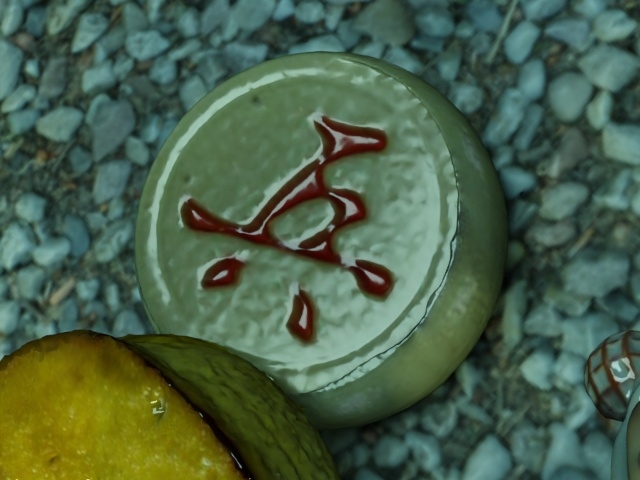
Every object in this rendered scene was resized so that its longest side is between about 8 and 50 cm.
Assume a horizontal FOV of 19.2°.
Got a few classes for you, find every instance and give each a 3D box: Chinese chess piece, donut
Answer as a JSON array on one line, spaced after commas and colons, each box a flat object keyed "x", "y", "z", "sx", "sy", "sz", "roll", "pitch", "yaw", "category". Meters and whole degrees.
[{"x": 0.000, "y": 0.000, "z": 1.237, "sx": 0.250, "sy": 0.103, "sz": 0.249, "roll": -6, "pitch": 73, "yaw": 22, "category": "Chinese chess piece"}, {"x": -0.093, "y": 0.190, "z": 1.166, "sx": 0.303, "sy": 0.110, "sz": 0.303, "roll": 12, "pitch": 109, "yaw": 36, "category": "donut"}]

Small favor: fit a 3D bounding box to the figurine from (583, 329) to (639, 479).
[{"x": 0.211, "y": 0.173, "z": 1.059, "sx": 0.370, "sy": 0.167, "sz": 0.281, "roll": -43, "pitch": 36, "yaw": 17, "category": "figurine"}]
